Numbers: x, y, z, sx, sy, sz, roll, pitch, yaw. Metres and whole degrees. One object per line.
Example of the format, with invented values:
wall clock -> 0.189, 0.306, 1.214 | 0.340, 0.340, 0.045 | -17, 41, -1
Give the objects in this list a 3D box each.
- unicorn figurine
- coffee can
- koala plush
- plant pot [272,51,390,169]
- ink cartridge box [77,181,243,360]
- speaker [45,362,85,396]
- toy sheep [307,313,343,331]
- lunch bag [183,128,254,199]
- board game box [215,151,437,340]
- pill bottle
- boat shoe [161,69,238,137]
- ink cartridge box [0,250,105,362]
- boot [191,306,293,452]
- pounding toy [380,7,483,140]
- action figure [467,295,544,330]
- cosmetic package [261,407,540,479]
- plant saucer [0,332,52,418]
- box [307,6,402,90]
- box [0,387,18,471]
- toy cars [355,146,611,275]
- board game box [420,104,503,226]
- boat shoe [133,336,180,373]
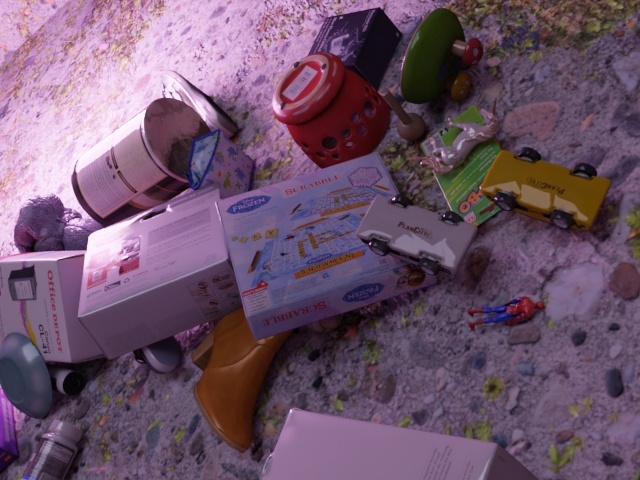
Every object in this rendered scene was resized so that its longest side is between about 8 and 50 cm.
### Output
unicorn figurine -> 0.246, -0.177, 1.667 | 0.111, 0.060, 0.162 | 38, 103, 52
coffee can -> -0.395, -0.169, 2.172 | 0.275, 0.201, 0.201 | -27, 42, 37
koala plush -> -0.576, -0.004, 2.264 | 0.221, 0.203, 0.196 | 14, 51, 26
plant pot -> 0.014, -0.258, 1.912 | 0.191, 0.174, 0.191 | -23, 46, 27
ink cartridge box -> -0.302, 0.053, 1.914 | 0.309, 0.130, 0.272 | -21, 37, 7
speaker -> -0.562, 0.297, 2.085 | 0.136, 0.055, 0.055 | 4, 61, 45
toy sheep -> -0.006, 0.109, 1.685 | 0.091, 0.091, 0.132 | -45, 44, 4
lunch bag -> -0.215, -0.134, 2.059 | 0.096, 0.129, 0.151 | -23, 46, 31
board game box -> 0.000, 0.000, 1.687 | 0.319, 0.066, 0.318 | -17, 41, -3
pill bottle -> -0.527, 0.428, 1.920 | 0.078, 0.078, 0.137 | -2, 57, 43
boat shoe -> -0.307, -0.308, 2.311 | 0.103, 0.118, 0.320 | -50, 48, 5
ink cartridge box -> -0.585, 0.139, 2.099 | 0.306, 0.131, 0.226 | -3, 96, 44
boot -> -0.117, 0.208, 1.695 | 0.211, 0.104, 0.295 | -42, 34, 9
pounding toy -> 0.225, -0.300, 1.777 | 0.110, 0.183, 0.237 | 25, 76, 24
action figure -> 0.279, 0.108, 1.461 | 0.115, 0.030, 0.038 | -16, 53, 28
cosmetic package -> 0.093, 0.362, 1.321 | 0.365, 0.155, 0.197 | 1, 58, 45
plant saucer -> -0.644, 0.294, 2.080 | 0.195, 0.037, 0.195 | 14, 111, 39
box -> 0.064, -0.393, 2.043 | 0.158, 0.093, 0.156 | 1, 59, 43
box -> -0.792, 0.483, 2.144 | 0.293, 0.057, 0.201 | -41, 39, 9
toy cars -> 0.253, -0.033, 1.518 | 0.394, 0.087, 0.176 | -19, 56, 13
board game box -> 0.260, -0.120, 1.667 | 0.124, 0.039, 0.259 | -36, 37, 17
boat shoe -> -0.347, 0.205, 1.947 | 0.076, 0.080, 0.228 | -60, 39, 17
